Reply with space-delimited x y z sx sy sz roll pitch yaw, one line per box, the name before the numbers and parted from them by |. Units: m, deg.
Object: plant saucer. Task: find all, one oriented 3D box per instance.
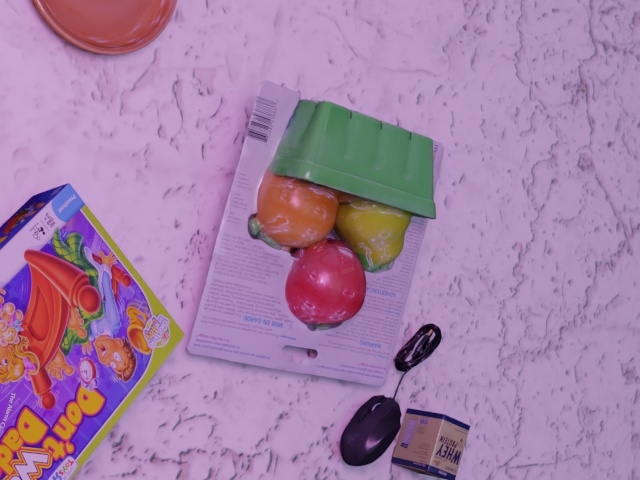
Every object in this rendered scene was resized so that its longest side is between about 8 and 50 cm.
plant saucer | -0.263 -0.319 1.341 0.200 0.037 0.200 2 87 -38

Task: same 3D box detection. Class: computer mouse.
computer mouse | 0.098 0.210 1.578 0.041 0.071 0.242 49 60 -32

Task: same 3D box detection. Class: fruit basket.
fruit basket | 0.000 0.000 1.486 0.327 0.165 0.353 14 96 -36

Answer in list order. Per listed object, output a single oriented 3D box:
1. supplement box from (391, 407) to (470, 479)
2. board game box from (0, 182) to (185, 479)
supplement box | 0.157 0.292 1.612 0.056 0.083 0.083 27 74 -32
board game box | -0.325 0.136 1.210 0.233 0.078 0.347 56 47 -22
